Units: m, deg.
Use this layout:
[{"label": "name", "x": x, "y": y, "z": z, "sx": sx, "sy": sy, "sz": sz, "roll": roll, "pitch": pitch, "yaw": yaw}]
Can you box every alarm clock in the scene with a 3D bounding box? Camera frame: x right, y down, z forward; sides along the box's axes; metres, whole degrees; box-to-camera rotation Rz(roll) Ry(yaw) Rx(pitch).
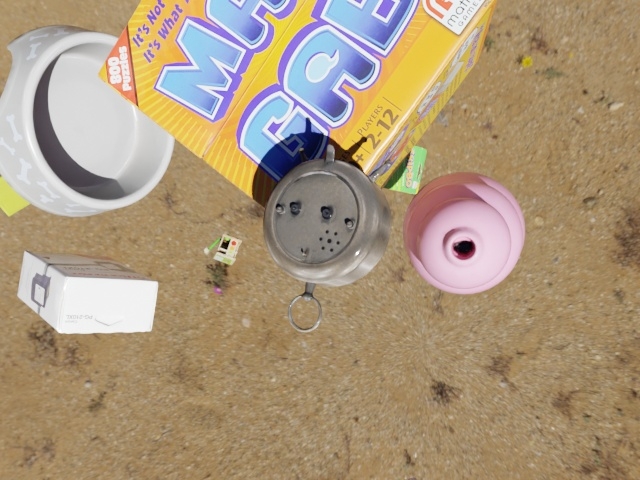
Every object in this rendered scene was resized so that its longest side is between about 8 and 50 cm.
[{"label": "alarm clock", "x": 0.000, "y": 0.000, "z": 0.577, "sx": 0.129, "sy": 0.064, "sz": 0.192, "roll": 11, "pitch": 89, "yaw": 24}]

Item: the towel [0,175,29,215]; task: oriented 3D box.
[{"label": "towel", "x": -0.664, "y": -0.161, "z": 1.330, "sx": 0.021, "sy": 0.102, "sz": 0.237, "roll": 33, "pitch": 62, "yaw": 30}]

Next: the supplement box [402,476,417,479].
[{"label": "supplement box", "x": 0.141, "y": 0.468, "z": 0.755, "sx": 0.073, "sy": 0.130, "sz": 0.240, "roll": -17, "pitch": 89, "yaw": -1}]

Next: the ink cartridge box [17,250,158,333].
[{"label": "ink cartridge box", "x": -0.440, "y": 0.093, "z": 1.052, "sx": 0.237, "sy": 0.171, "sz": 0.100, "roll": 15, "pitch": 96, "yaw": 46}]

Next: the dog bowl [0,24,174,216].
[{"label": "dog bowl", "x": -0.413, "y": -0.213, "z": 1.017, "sx": 0.102, "sy": 0.348, "sz": 0.349, "roll": 7, "pitch": 80, "yaw": 33}]

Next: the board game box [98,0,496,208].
[{"label": "board game box", "x": -0.009, "y": -0.256, "z": 0.823, "sx": 0.356, "sy": 0.356, "sz": 0.356, "roll": 38, "pitch": 102, "yaw": 6}]

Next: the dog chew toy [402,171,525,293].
[{"label": "dog chew toy", "x": 0.227, "y": -0.006, "z": 0.889, "sx": 0.206, "sy": 0.332, "sz": 0.207, "roll": 2, "pitch": 97, "yaw": 13}]

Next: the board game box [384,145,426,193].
[{"label": "board game box", "x": 0.172, "y": -0.193, "z": 1.409, "sx": 0.039, "sy": 0.259, "sz": 0.124, "roll": 20, "pitch": 101, "yaw": 47}]

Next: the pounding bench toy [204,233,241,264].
[{"label": "pounding bench toy", "x": -0.255, "y": 0.015, "z": 1.455, "sx": 0.083, "sy": 0.052, "sz": 0.065, "roll": 21, "pitch": 68, "yaw": -12}]
